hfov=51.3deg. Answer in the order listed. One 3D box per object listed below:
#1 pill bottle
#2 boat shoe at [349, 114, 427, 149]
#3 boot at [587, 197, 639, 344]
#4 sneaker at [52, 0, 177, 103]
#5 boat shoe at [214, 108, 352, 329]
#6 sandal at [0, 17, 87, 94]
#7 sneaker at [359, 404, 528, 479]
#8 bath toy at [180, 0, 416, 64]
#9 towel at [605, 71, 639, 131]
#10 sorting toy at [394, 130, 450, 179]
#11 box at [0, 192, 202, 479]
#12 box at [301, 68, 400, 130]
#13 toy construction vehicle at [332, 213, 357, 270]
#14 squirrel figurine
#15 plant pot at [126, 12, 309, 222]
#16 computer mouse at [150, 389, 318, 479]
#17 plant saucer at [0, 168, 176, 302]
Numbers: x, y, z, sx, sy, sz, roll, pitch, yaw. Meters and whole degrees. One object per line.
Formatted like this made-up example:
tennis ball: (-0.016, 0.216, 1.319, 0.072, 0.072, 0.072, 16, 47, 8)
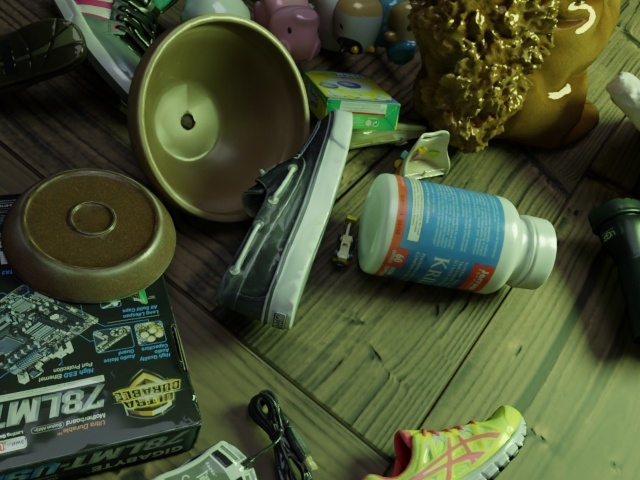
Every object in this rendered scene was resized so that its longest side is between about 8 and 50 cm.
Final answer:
pill bottle: (0.165, -0.002, 0.813, 0.221, 0.124, 0.124, 10, 51, -9)
boat shoe: (0.084, -0.154, 0.962, 0.153, 0.048, 0.056, -7, 30, -31)
boot: (0.487, 0.055, 0.897, 0.246, 0.094, 0.207, 6, 58, -25)
sneaker: (-0.244, -0.312, 0.893, 0.178, 0.124, 0.296, -34, 64, 0)
boat shoe: (-0.038, -0.044, 0.764, 0.102, 0.108, 0.301, 18, 60, 2)
sandal: (-0.385, -0.220, 0.818, 0.219, 0.060, 0.090, -11, 85, 6)
sneaker: (0.121, 0.214, 0.659, 0.208, 0.081, 0.094, -28, 64, -33)
bath toy: (-0.029, -0.311, 0.995, 0.348, 0.151, 0.129, -9, 89, -23)
towel: (0.579, -0.100, 0.988, 0.317, 0.053, 0.332, 0, 48, -56)
sorting toy: (0.146, -0.122, 0.932, 0.083, 0.075, 0.045, -12, 58, -26)
box: (-0.290, 0.085, 0.629, 0.295, 0.073, 0.293, -8, 57, -25)
box: (0.034, -0.204, 0.943, 0.105, 0.043, 0.179, 1, 25, -17)
toy construction vehicle: (0.000, 0.000, 0.820, 0.085, 0.035, 0.098, 12, 53, 0)
squirrel figurine: (0.301, -0.323, 0.937, 0.397, 0.370, 0.281, -28, 66, -37)
plant pot: (-0.135, -0.144, 0.800, 0.237, 0.238, 0.109, -32, 28, -35)
computer mouse: (-0.097, 0.222, 0.607, 0.193, 0.042, 0.106, -22, 69, -36)
plant saucer: (-0.229, -0.015, 0.668, 0.168, 0.029, 0.169, 10, 51, -13)
